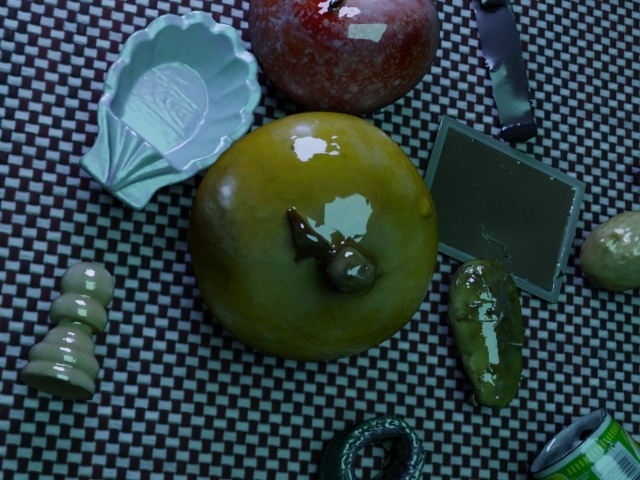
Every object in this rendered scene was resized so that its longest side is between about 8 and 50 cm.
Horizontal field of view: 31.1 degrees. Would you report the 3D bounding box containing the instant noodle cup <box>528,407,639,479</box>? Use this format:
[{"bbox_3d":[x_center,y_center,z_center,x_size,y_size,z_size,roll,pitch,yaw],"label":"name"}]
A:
[{"bbox_3d":[0.425,0.376,1.645,0.207,0.207,0.232,-38,87,-25],"label":"instant noodle cup"}]

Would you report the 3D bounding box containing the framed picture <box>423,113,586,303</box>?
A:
[{"bbox_3d":[0.274,-0.047,1.771,0.273,0.016,0.216,25,69,-16],"label":"framed picture"}]

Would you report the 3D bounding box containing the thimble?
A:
[{"bbox_3d":[0.068,0.303,1.562,0.135,0.090,0.118,-40,95,-25],"label":"thimble"}]

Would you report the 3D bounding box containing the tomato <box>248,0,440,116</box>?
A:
[{"bbox_3d":[0.027,-0.295,1.612,0.270,0.227,0.270,10,52,-13],"label":"tomato"}]

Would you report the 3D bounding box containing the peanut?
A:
[{"bbox_3d":[0.555,0.016,1.805,0.319,0.147,0.147,-9,81,-14],"label":"peanut"}]

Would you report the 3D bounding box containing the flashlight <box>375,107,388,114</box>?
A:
[{"bbox_3d":[0.077,-0.231,1.730,0.018,0.018,0.083,-20,86,-24],"label":"flashlight"}]

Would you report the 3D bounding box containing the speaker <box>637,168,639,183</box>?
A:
[{"bbox_3d":[0.607,-0.095,1.832,0.046,0.191,0.040,-23,122,-54],"label":"speaker"}]

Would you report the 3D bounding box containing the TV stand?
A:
[{"bbox_3d":[0.290,-0.283,1.814,0.049,0.040,0.256,-4,79,-33],"label":"TV stand"}]

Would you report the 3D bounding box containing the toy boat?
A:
[{"bbox_3d":[-0.208,-0.172,1.554,0.199,0.100,0.290,40,65,-9],"label":"toy boat"}]

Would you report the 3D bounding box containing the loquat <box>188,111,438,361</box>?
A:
[{"bbox_3d":[0.000,0.000,1.466,0.328,0.359,0.328,-3,102,-14],"label":"loquat"}]

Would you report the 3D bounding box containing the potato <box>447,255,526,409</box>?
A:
[{"bbox_3d":[0.244,0.134,1.675,0.117,0.090,0.225,1,76,-22],"label":"potato"}]

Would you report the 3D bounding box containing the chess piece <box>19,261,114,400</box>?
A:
[{"bbox_3d":[-0.310,0.110,1.460,0.094,0.094,0.170,22,63,-17],"label":"chess piece"}]
